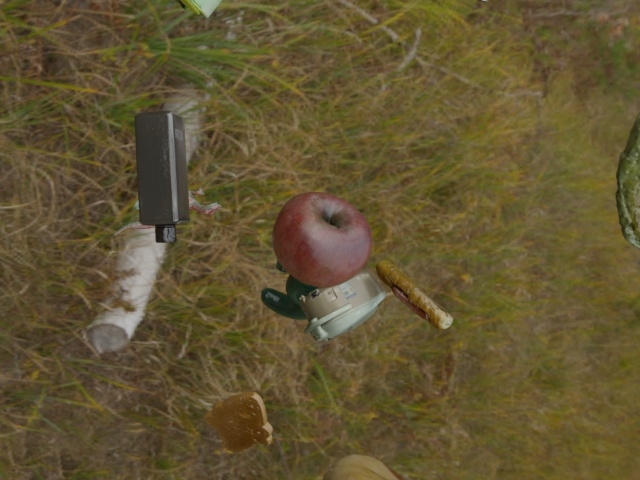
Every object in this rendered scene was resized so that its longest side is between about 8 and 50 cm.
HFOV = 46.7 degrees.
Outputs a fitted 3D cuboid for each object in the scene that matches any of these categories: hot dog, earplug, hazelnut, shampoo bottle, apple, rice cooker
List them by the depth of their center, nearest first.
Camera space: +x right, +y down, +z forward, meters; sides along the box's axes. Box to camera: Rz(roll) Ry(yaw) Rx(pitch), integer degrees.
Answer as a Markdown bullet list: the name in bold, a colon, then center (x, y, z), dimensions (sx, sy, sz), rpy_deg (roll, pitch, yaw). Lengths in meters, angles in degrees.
- **apple**: center (0.000, 0.000, 1.115), dimensions (0.153, 0.153, 0.120), rpy_deg (-33, 155, -47)
- **shampoo bottle**: center (-0.299, -0.118, 1.406), dimensions (0.080, 0.079, 0.246), rpy_deg (-10, 97, -80)
- **hot dog**: center (0.195, 0.117, 1.602), dimensions (0.047, 0.216, 0.066), rpy_deg (-39, 151, -15)
- **rice cooker**: center (0.048, 0.147, 1.688), dimensions (0.206, 0.145, 0.127), rpy_deg (-23, 79, -16)
- **hazelnut**: center (0.111, 0.623, 1.725), dimensions (0.261, 0.241, 0.261), rpy_deg (-5, 90, -79)
- **earplug**: center (-0.039, 0.068, 1.847), dimensions (0.164, 0.257, 0.280), rpy_deg (8, 92, -15)

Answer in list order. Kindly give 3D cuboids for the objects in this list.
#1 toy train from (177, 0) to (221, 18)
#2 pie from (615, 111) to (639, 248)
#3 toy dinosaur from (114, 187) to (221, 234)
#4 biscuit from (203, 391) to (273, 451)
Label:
- **toy train**: center (-0.098, -0.388, 0.917), dimensions (0.249, 0.085, 0.053), rpy_deg (-56, 140, -8)
- **pie**: center (0.631, -0.136, 1.280), dimensions (0.323, 0.070, 0.323), rpy_deg (-13, 118, -25)
- **toy dinosaur**: center (-0.390, -0.062, 1.846), dimensions (0.242, 0.167, 0.053), rpy_deg (-36, 143, -33)
- **biscuit**: center (-0.176, 0.402, 1.650), dimensions (0.163, 0.250, 0.035), rpy_deg (23, 46, -4)
